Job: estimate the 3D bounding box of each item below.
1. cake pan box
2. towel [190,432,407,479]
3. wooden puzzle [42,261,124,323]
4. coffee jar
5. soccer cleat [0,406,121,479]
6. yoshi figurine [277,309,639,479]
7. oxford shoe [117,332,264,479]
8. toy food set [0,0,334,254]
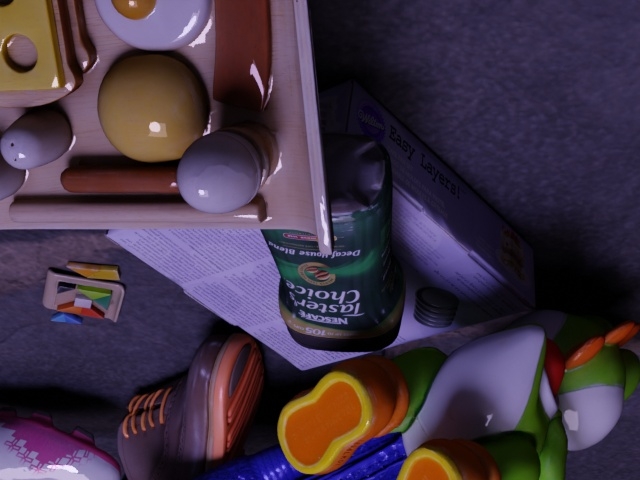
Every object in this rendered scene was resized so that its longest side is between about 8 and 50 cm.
[{"bbox_3d":[0.000,0.000,1.095,0.246,0.070,0.267,-21,137,34],"label":"cake pan box"},{"bbox_3d":[-0.034,0.276,1.318,0.308,0.076,0.227,-24,143,-1],"label":"towel"},{"bbox_3d":[-0.221,0.053,1.273,0.079,0.014,0.116,10,148,-3],"label":"wooden puzzle"},{"bbox_3d":[0.010,0.007,0.973,0.096,0.079,0.184,2,145,11],"label":"coffee jar"},{"bbox_3d":[-0.375,0.239,1.429,0.331,0.143,0.116,14,150,12],"label":"soccer cleat"},{"bbox_3d":[0.127,0.156,1.093,0.203,0.203,0.362,-2,-174,39],"label":"yoshi figurine"},{"bbox_3d":[-0.143,0.198,1.382,0.133,0.130,0.363,22,142,3],"label":"oxford shoe"},{"bbox_3d":[-0.143,-0.097,0.843,0.306,0.092,0.219,0,110,18],"label":"toy food set"}]
